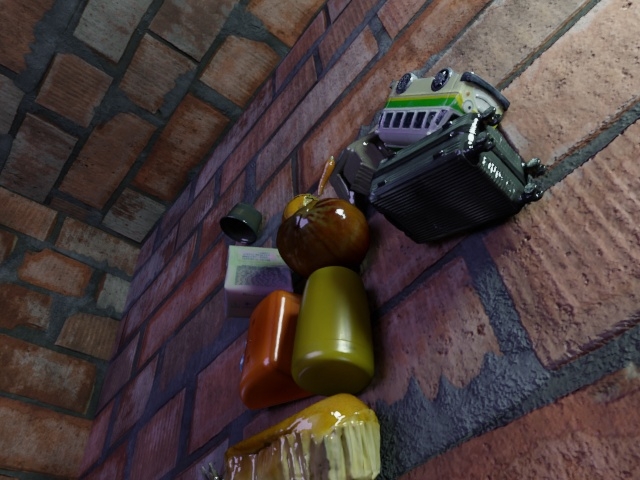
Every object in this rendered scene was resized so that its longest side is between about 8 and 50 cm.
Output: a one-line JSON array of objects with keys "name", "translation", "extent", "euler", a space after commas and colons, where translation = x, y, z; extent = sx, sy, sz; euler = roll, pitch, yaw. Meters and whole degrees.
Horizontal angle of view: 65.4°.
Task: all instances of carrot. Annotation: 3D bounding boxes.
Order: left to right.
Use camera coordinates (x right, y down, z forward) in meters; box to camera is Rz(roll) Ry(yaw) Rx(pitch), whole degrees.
[{"name": "carrot", "translation": [0.016, -0.213, 1.649], "extent": [0.035, 0.035, 0.142], "euler": [22, 91, 62]}]

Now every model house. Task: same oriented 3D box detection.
[{"name": "model house", "translation": [0.120, -0.171, 1.355], "extent": [0.229, 0.122, 0.188], "euler": [-58, 38, 36]}]

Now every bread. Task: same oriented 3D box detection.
[{"name": "bread", "translation": [-0.051, 0.432, 0.995], "extent": [0.388, 0.236, 0.183], "euler": [-31, 56, 31]}]

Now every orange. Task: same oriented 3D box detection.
[{"name": "orange", "translation": [-0.043, -0.065, 1.521], "extent": [0.156, 0.134, 0.157], "euler": [-5, 60, 9]}]

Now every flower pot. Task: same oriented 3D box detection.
[{"name": "flower pot", "translation": [-0.297, -0.074, 1.931], "extent": [0.157, 0.157, 0.107], "euler": [-25, 31, 48]}]

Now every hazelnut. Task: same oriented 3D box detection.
[{"name": "hazelnut", "translation": [0.000, 0.000, 1.288], "extent": [0.251, 0.217, 0.217], "euler": [-15, 51, 37]}]

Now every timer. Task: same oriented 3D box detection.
[{"name": "timer", "translation": [-0.120, 0.286, 1.301], "extent": [0.250, 0.161, 0.257], "euler": [-40, 35, 42]}]

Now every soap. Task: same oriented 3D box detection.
[{"name": "soap", "translation": [-0.181, 0.125, 1.463], "extent": [0.182, 0.199, 0.138], "euler": [-98, 16, -49]}]

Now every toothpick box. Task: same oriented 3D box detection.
[{"name": "toothpick box", "translation": [0.030, 0.191, 1.117], "extent": [0.175, 0.175, 0.271], "euler": [-40, 32, 35]}]

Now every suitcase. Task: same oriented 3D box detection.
[{"name": "suitcase", "translation": [0.257, -0.115, 0.990], "extent": [0.312, 0.202, 0.128], "euler": [-25, 35, 49]}]

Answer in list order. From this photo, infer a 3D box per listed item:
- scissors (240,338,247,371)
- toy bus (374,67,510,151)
[{"name": "scissors", "translation": [-0.162, 0.329, 1.454], "extent": [0.256, 0.030, 0.125], "euler": [-16, 55, 53]}, {"name": "toy bus", "translation": [0.270, -0.291, 1.184], "extent": [0.179, 0.143, 0.305], "euler": [-64, 29, 0]}]
